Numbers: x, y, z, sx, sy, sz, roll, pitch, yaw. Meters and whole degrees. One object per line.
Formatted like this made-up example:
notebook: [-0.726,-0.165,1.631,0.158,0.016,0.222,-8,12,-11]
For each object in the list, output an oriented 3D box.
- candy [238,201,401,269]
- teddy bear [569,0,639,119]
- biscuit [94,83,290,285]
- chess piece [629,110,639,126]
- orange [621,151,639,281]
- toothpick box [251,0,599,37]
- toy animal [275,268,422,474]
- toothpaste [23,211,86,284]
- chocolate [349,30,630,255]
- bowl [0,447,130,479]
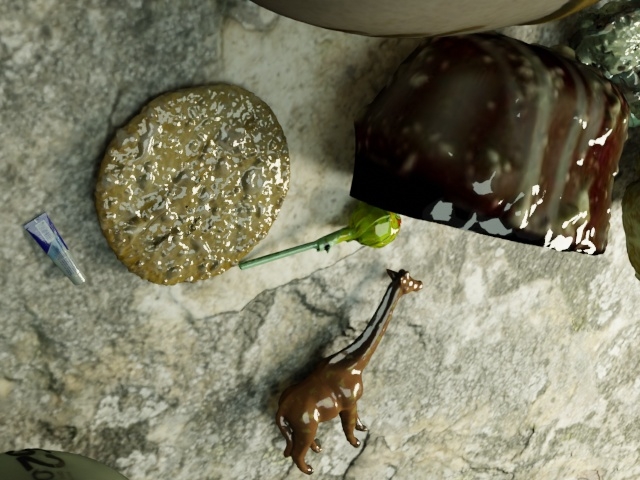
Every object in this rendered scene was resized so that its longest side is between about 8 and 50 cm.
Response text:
candy: [0.000,0.000,1.112,0.194,0.058,0.062,-18,161,-14]
teddy bear: [0.346,-0.222,1.160,0.133,0.111,0.213,-9,146,11]
biscuit: [-0.123,-0.053,0.989,0.220,0.033,0.220,-18,127,-26]
chess piece: [0.368,-0.150,1.266,0.103,0.067,0.067,-35,135,1]
orange: [0.546,-0.104,1.289,0.369,0.271,0.210,-35,116,-9]
toothpick box: [0.104,-0.351,0.693,0.425,0.409,0.409,-13,126,-37]
toy animal: [0.040,0.161,1.233,0.224,0.066,0.229,-23,125,-22]
toothpaste: [-0.250,0.009,0.952,0.024,0.015,0.083,-36,128,-10]
chocolate: [0.195,-0.113,1.059,0.340,0.225,0.210,9,101,-40]
bowl: [-0.320,0.343,1.005,0.354,0.185,0.354,-19,129,-25]
